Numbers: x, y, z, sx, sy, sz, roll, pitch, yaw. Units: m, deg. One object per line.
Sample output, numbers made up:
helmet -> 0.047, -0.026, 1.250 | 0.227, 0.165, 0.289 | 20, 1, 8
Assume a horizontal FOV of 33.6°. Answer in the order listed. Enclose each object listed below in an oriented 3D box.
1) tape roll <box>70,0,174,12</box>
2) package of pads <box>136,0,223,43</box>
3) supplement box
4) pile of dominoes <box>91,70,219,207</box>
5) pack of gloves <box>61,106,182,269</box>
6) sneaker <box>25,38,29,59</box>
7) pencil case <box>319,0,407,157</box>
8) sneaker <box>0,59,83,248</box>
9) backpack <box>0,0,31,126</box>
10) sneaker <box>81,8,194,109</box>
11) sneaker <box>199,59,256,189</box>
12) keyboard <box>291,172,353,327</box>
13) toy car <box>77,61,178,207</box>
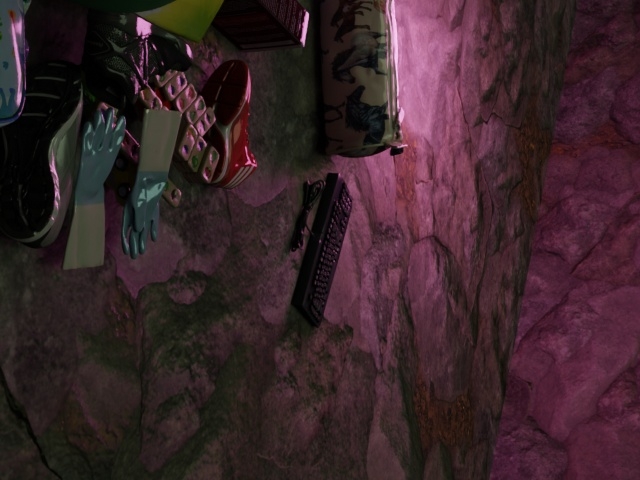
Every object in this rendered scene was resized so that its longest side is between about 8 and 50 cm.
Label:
tape roll -> -0.254, -0.447, 1.311 | 0.321, 0.077, 0.321 | 3, 82, -25
package of pads -> -0.220, -0.432, 1.551 | 0.229, 0.101, 0.296 | -58, 162, 11
supplement box -> -0.132, -0.409, 1.811 | 0.239, 0.130, 0.073 | 34, 60, -59
pile of dominoes -> -0.232, -0.188, 1.608 | 0.251, 0.040, 0.196 | 54, 45, -49
pack of gloves -> -0.295, -0.081, 1.519 | 0.195, 0.046, 0.232 | -7, 113, -59
sneaker -> -0.415, -0.205, 1.344 | 0.170, 0.071, 0.068 | -63, 142, -41
pencil case -> 0.092, -0.376, 2.179 | 0.160, 0.184, 0.410 | -6, 95, -63
sneaker -> -0.374, -0.117, 1.419 | 0.108, 0.100, 0.271 | 88, 7, -71
backpack -> -0.451, -0.253, 1.126 | 0.290, 0.273, 0.355 | -4, 107, -70
sneaker -> -0.262, -0.246, 1.493 | 0.227, 0.087, 0.130 | 5, 102, -70
sneaker -> -0.156, -0.194, 1.842 | 0.128, 0.087, 0.221 | 30, 76, -68
keyboard -> 0.000, 0.000, 2.172 | 0.201, 0.033, 0.317 | 51, 47, -50
toy car -> -0.306, -0.186, 1.568 | 0.225, 0.053, 0.239 | 47, 50, -52
